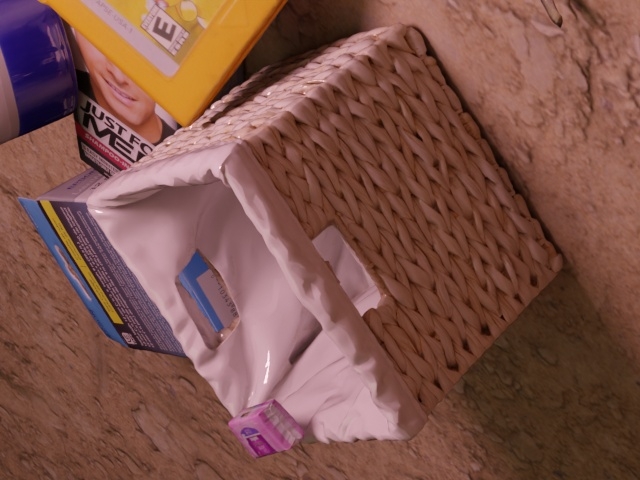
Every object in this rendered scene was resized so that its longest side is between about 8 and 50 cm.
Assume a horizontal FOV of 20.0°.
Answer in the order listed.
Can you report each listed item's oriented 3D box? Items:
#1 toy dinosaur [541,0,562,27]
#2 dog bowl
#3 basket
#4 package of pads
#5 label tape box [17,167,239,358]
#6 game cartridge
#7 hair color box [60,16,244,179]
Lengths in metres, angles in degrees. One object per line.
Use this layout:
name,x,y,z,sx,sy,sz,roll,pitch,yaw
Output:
toy dinosaur,0.098,-0.281,1.532,0.268,0.064,0.118,31,154,27
dog bowl,-0.373,-0.246,2.049,0.265,0.104,0.265,55,159,33
basket,0.000,0.000,1.805,0.328,0.266,0.331,56,151,-13
package of pads,-0.053,0.187,1.800,0.050,0.032,0.083,52,152,-6
label tape box,-0.219,0.020,2.328,0.347,0.115,0.249,5,129,57
game cartridge,-0.172,-0.309,1.731,0.323,0.053,0.285,40,124,1
hair color box,-0.184,-0.194,1.999,0.185,0.113,0.374,36,149,25
